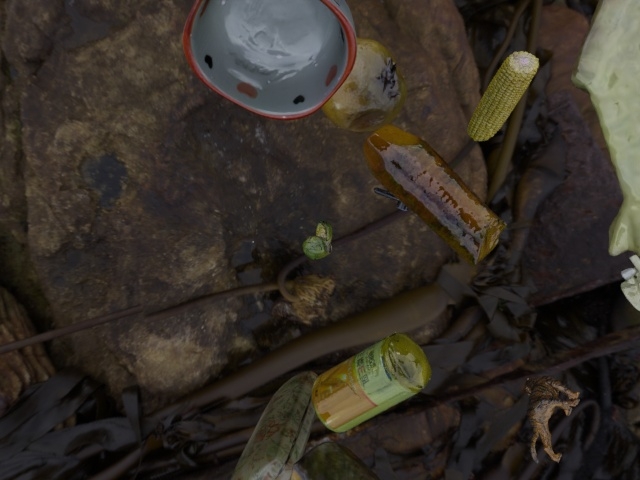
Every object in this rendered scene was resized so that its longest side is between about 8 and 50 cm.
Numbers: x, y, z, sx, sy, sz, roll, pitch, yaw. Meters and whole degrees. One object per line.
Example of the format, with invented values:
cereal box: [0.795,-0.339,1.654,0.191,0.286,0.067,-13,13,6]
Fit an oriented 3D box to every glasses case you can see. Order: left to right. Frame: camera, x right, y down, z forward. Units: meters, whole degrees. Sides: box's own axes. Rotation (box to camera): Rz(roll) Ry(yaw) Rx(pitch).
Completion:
glasses case: [-0.087,0.423,1.020,0.156,0.425,0.098,-41,91,13]

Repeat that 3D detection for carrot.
carrot: [0.205,-0.087,0.842,0.114,0.114,0.302,-43,80,-6]

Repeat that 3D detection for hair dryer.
hair dryer: [0.147,-0.094,0.940,0.083,0.026,0.047,17,101,-11]

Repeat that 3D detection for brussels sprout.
brussels sprout: [0.001,0.000,0.843,0.051,0.046,0.083,57,43,-23]

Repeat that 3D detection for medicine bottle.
medicine bottle: [0.097,0.269,0.883,0.124,0.124,0.239,46,119,-6]

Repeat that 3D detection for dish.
dish: [-0.070,-0.317,0.698,0.256,0.256,0.117,11,56,-8]

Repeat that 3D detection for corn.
corn: [0.428,-0.334,1.106,0.081,0.248,0.081,4,61,-6]

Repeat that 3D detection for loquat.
loquat: [0.096,-0.347,1.061,0.213,0.213,0.213,0,90,-8]

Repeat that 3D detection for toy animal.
toy animal: [0.511,0.395,1.055,0.116,0.255,0.114,18,120,28]

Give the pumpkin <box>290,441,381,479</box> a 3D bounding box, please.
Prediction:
pumpkin: [0.057,0.337,0.408,0.169,0.148,0.312,15,108,34]

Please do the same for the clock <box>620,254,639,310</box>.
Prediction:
clock: [0.669,0.020,0.762,0.276,0.379,0.120,-14,62,-21]

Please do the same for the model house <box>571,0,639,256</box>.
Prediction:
model house: [0.399,-0.143,0.370,0.261,0.321,0.266,-2,72,-41]
